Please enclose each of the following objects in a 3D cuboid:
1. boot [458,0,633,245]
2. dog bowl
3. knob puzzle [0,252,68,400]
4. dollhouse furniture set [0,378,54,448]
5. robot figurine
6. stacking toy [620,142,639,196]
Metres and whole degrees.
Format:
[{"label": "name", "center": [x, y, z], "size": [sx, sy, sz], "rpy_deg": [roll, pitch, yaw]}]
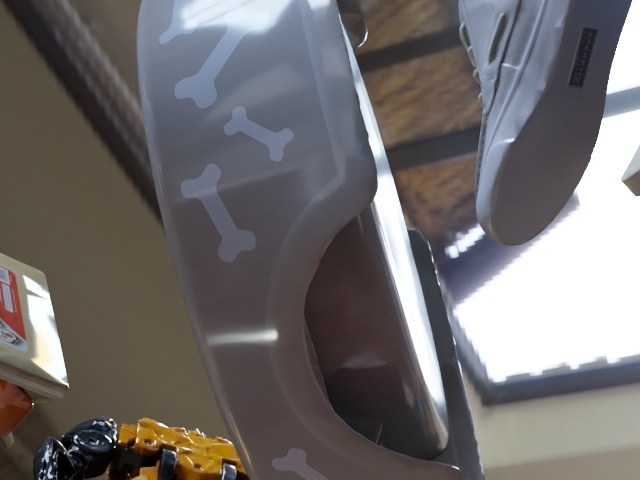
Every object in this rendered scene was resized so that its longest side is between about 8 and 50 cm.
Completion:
[{"label": "boot", "center": [0.157, -0.133, 1.154], "size": [0.095, 0.123, 0.258], "rpy_deg": [11, -77, -39]}, {"label": "dog bowl", "center": [0.000, 0.000, 0.778], "size": [0.349, 0.102, 0.349], "rpy_deg": [-15, -90, -83]}, {"label": "knob puzzle", "center": [-0.237, 0.021, 0.803], "size": [0.030, 0.213, 0.213], "rpy_deg": [-59, -29, 10]}, {"label": "dollhouse furniture set", "center": [-0.412, 0.153, 1.280], "size": [0.262, 0.259, 0.135], "rpy_deg": [-48, -14, -11]}, {"label": "robot figurine", "center": [-0.091, 0.211, 0.929], "size": [0.291, 0.211, 0.085], "rpy_deg": [-96, 23, -68]}, {"label": "stacking toy", "center": [0.344, -0.197, 1.188], "size": [0.130, 0.279, 0.309], "rpy_deg": [46, -133, -17]}]
